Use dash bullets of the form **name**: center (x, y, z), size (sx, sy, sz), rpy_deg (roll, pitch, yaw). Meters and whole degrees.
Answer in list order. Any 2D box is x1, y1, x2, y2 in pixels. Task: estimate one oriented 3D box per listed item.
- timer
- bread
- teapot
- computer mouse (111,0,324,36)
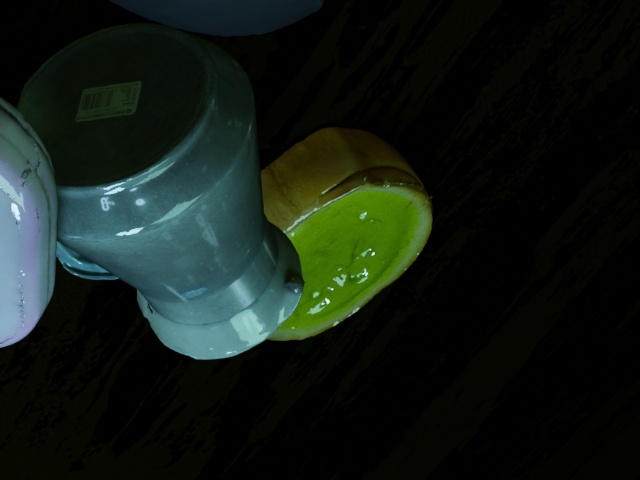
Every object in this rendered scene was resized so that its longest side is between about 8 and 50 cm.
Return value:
- **timer**: center (-0.257, -0.026, 0.639), size (0.209, 0.069, 0.190), rpy_deg (17, 135, 1)
- **bread**: center (0.000, 0.000, 1.019), size (0.236, 0.070, 0.236), rpy_deg (-24, 147, -16)
- **teapot**: center (-0.120, -0.025, 0.767), size (0.203, 0.171, 0.225), rpy_deg (0, 146, 18)
- **computer mouse**: center (-0.102, -0.197, 0.543), size (0.116, 0.183, 0.323), rpy_deg (-63, 148, -9)
